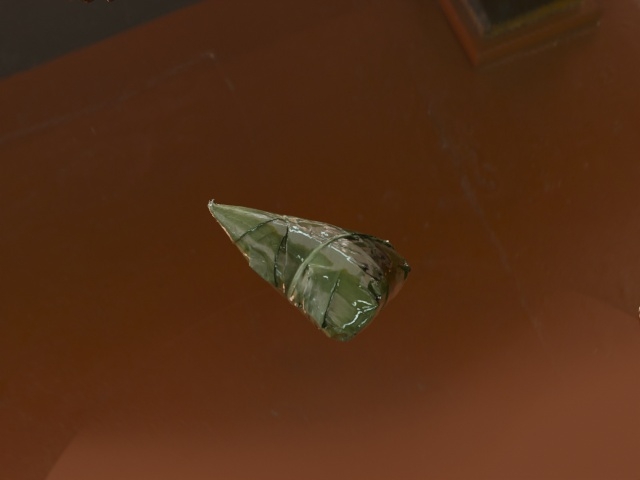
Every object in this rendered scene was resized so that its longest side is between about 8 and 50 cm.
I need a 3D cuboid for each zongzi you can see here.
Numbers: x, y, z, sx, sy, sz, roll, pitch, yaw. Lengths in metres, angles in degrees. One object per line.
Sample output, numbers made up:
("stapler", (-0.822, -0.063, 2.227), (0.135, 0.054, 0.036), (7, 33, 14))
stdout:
("zongzi", (0.000, 0.000, 0.751), (0.130, 0.154, 0.062), (36, 111, 8))

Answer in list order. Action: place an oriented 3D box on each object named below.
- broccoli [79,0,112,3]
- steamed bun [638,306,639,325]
("broccoli", (-0.090, -0.144, 0.401), (0.092, 0.095, 0.097), (4, 87, 11))
("steamed bun", (0.484, 0.170, 1.011), (0.248, 0.235, 0.379), (-28, 102, 21))
